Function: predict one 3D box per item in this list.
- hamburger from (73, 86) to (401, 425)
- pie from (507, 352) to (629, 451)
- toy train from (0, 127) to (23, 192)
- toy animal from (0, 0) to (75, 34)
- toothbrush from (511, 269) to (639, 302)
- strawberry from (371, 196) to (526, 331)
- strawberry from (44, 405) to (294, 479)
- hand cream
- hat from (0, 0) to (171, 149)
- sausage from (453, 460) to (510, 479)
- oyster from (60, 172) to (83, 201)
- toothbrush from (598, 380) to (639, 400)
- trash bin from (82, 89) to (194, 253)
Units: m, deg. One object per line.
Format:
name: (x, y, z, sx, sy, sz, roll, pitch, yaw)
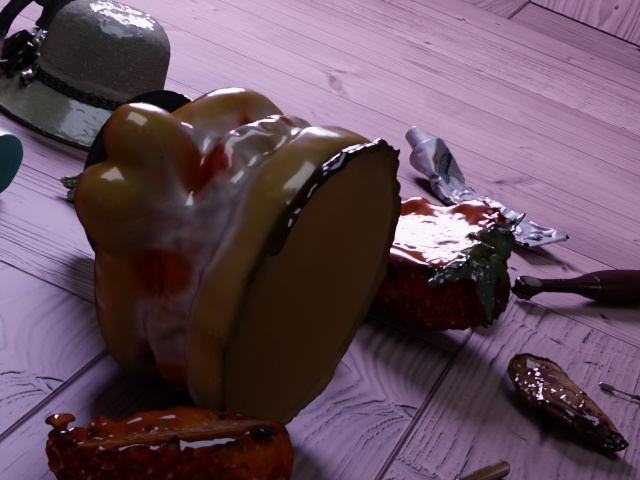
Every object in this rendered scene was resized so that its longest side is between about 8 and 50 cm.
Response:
hamburger: (-0.079, 0.005, 1.542, 0.186, 0.261, 0.302, 26, 3, 18)
pie: (0.225, 0.148, 1.841, 0.092, 0.034, 0.170, 13, 20, -33)
toy train: (-0.395, -0.112, 1.842, 0.248, 0.101, 0.159, 28, 4, 19)
toy animal: (-0.336, -0.298, 2.344, 0.082, 0.137, 0.269, 30, 12, 19)
toothbrush: (0.344, 0.053, 2.228, 0.364, 0.041, 0.041, 1, 27, -44)
strawberry: (0.079, 0.030, 1.939, 0.228, 0.098, 0.174, 5, 29, 21)
strawberry: (-0.110, 0.163, 1.396, 0.188, 0.082, 0.121, -1, 7, -29)
hand cream: (0.185, -0.058, 2.360, 0.084, 0.050, 0.257, -3, 36, -47)
hat: (-0.238, -0.198, 2.171, 0.257, 0.130, 0.257, 18, 18, -6)
sausage: (0.134, 0.198, 1.631, 0.015, 0.015, 0.100, 30, 21, 26)
oyster: (-0.213, -0.033, 1.915, 0.080, 0.038, 0.083, -6, 51, -2)
toothbrush: (0.324, 0.159, 1.957, 0.097, 0.006, 0.008, 20, 15, -2)
trash bin: (-0.110, -0.037, 1.833, 0.161, 0.175, 0.175, 19, 14, -49)
